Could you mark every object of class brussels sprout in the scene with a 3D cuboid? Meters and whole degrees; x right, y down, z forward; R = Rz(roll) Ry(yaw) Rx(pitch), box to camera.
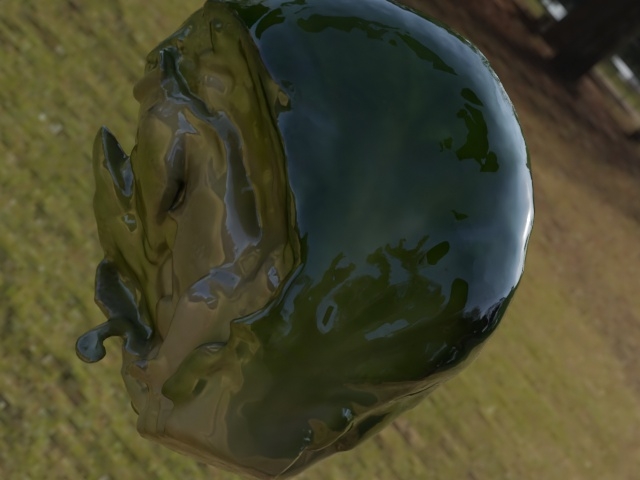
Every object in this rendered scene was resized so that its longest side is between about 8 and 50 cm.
[{"bbox_3d":[0.000,0.000,1.184,0.315,0.371,0.276,19,-3,-30],"label":"brussels sprout"}]
